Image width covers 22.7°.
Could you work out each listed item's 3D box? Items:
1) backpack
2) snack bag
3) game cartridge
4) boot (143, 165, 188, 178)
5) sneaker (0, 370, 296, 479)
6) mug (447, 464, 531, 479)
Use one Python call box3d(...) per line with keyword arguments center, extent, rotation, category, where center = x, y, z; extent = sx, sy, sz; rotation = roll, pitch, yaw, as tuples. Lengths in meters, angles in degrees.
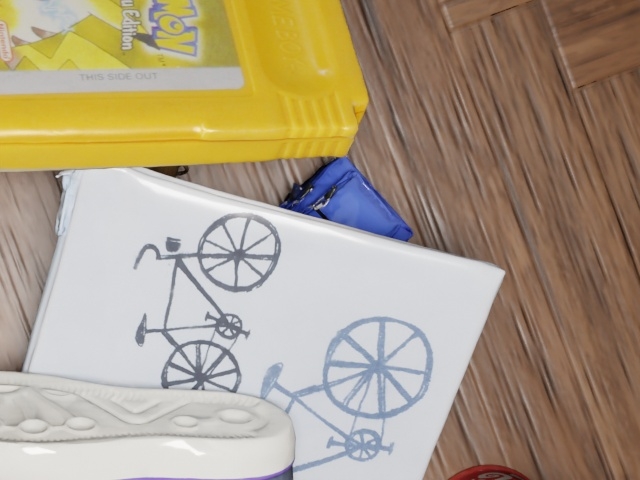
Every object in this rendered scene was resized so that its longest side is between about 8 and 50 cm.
box3d(center=(0.000, 0.000, 1.279), extent=(0.120, 0.101, 0.098), rotation=(-42, 88, -4), category="backpack")
box3d(center=(-0.068, 0.115, 1.229), extent=(0.342, 0.037, 0.323), rotation=(15, 113, -9), category="snack bag")
box3d(center=(-0.143, -0.179, 1.193), extent=(0.323, 0.053, 0.285), rotation=(-4, 57, -17), category="game cartridge")
box3d(center=(-0.135, -0.056, 1.263), extent=(0.115, 0.112, 0.305), rotation=(-20, 97, -30), category="boot")
box3d(center=(-0.178, 0.231, 1.185), extent=(0.323, 0.130, 0.236), rotation=(3, 110, -9), category="sneaker")
box3d(center=(0.168, 0.234, 1.262), extent=(0.150, 0.169, 0.113), rotation=(-30, 92, -8), category="mug")
